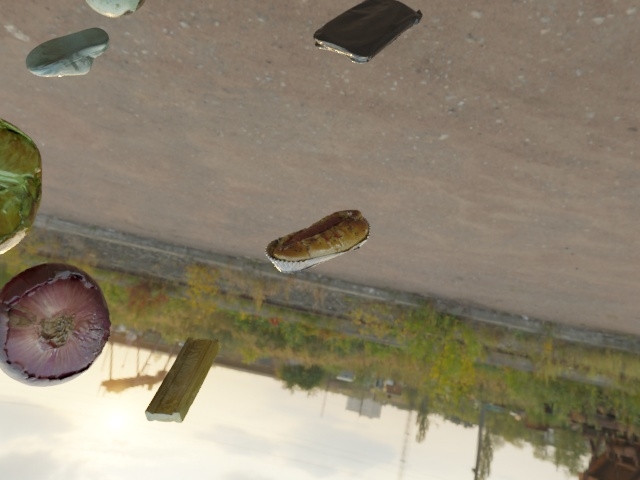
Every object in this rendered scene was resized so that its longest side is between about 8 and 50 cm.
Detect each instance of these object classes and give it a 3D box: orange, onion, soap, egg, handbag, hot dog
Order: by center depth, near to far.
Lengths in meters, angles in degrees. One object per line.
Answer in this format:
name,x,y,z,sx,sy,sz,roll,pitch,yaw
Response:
onion,-0.541,0.165,1.024,0.248,0.248,0.161,21,174,-34
orange,-0.730,-0.095,1.072,0.262,0.335,0.196,-4,147,-12
hot dog,0.000,0.000,1.114,0.252,0.069,0.131,-23,-149,-25
soap,-0.333,0.336,1.258,0.092,0.252,0.037,-1,121,14
handbag,0.140,-0.609,1.463,0.191,0.332,0.075,30,145,25
egg,-0.663,-0.812,1.648,0.169,0.169,0.231,4,-160,30

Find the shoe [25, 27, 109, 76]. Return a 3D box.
shoe,-0.737,-0.540,1.511,0.103,0.251,0.100,44,155,19
